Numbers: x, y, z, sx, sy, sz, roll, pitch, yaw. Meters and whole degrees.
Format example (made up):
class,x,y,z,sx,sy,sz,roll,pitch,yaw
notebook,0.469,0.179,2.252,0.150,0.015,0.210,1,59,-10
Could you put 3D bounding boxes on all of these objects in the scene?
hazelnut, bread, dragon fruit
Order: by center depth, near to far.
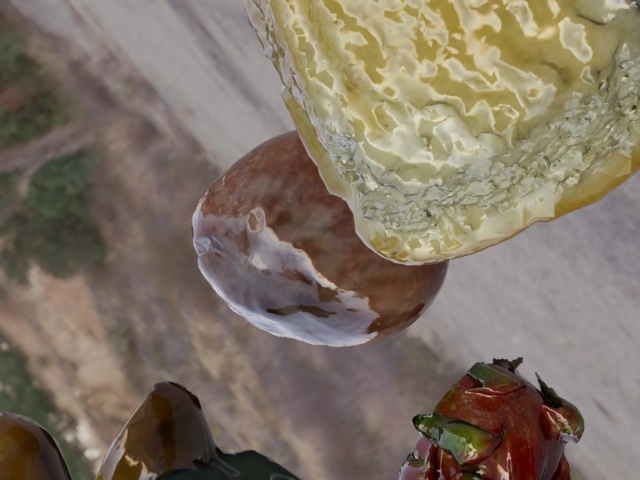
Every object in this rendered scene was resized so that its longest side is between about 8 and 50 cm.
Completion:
class,x,y,z,sx,sy,sz,roll,pitch,yaw
bread,0.048,-0.119,0.690,0.245,0.174,0.121,63,-169,13
hazelnut,0.000,0.000,0.945,0.154,0.143,0.143,31,169,27
dragon fruit,0.112,0.157,1.003,0.138,0.142,0.175,58,-178,-38

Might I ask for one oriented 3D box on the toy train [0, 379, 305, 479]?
class,x,y,z,sx,sy,sz,roll,pitch,yaw
toy train,-0.087,0.196,0.630,0.163,0.231,0.369,30,-171,16
